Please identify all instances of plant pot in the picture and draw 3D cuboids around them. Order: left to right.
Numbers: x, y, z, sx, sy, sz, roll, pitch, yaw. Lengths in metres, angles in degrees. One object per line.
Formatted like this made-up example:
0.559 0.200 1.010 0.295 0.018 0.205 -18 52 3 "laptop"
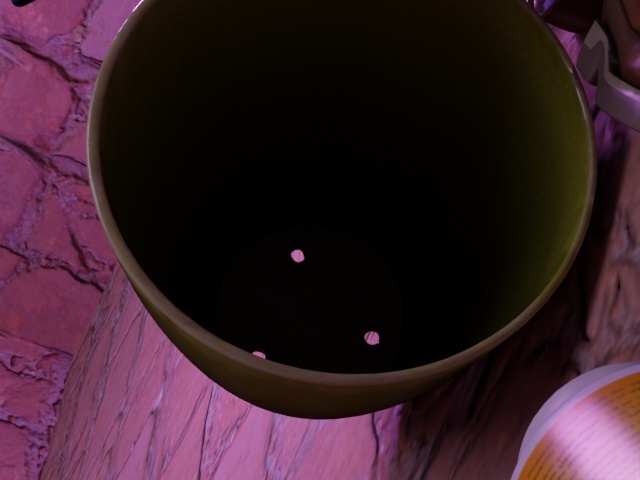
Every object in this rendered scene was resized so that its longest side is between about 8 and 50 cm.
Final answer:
0.000 0.000 1.023 0.293 0.275 0.275 104 -177 -68 "plant pot"

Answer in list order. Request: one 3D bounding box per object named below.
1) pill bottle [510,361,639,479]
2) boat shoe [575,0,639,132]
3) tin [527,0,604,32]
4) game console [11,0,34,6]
0.125 0.109 0.517 0.215 0.117 0.117 -117 50 -74 "pill bottle"
0.173 -0.088 0.675 0.307 0.110 0.104 -110 42 -73 "boat shoe"
0.188 -0.217 1.037 0.106 0.040 0.190 -97 31 -59 "tin"
0.007 -0.200 0.980 0.293 0.250 0.173 -16 60 45 "game console"
